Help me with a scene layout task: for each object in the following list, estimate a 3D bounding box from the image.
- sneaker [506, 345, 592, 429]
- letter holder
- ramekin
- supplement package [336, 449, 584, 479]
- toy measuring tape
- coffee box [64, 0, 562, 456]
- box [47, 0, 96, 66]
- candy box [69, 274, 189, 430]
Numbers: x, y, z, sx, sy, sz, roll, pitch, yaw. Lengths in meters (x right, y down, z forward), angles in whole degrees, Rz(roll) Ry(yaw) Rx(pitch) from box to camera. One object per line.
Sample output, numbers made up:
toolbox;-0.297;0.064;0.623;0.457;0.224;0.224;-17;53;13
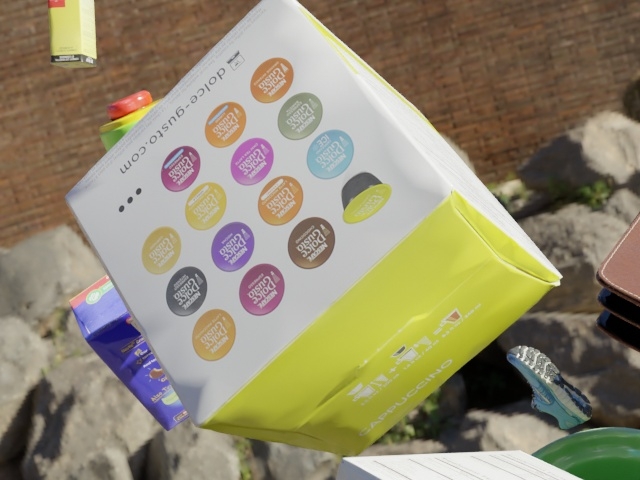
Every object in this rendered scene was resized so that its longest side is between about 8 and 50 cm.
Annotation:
sneaker;0.351;0.239;1.650;0.073;0.162;0.063;-47;-9;29
letter holder;0.497;0.110;1.288;0.301;0.152;0.214;24;41;24
ramekin;0.429;0.437;1.563;0.303;0.148;0.303;-21;24;9
supplement package;0.155;0.324;0.966;0.262;0.199;0.198;8;7;-41
toy measuring tape;-0.223;-0.163;1.475;0.121;0.122;0.330;-25;11;-40
coffee box;0.000;0.000;1.157;0.337;0.334;0.338;-43;-32;11
box;-0.407;-0.401;1.692;0.058;0.232;0.087;-1;5;5
candy box;-0.251;0.154;1.853;0.268;0.317;0.122;-34;48;-7
